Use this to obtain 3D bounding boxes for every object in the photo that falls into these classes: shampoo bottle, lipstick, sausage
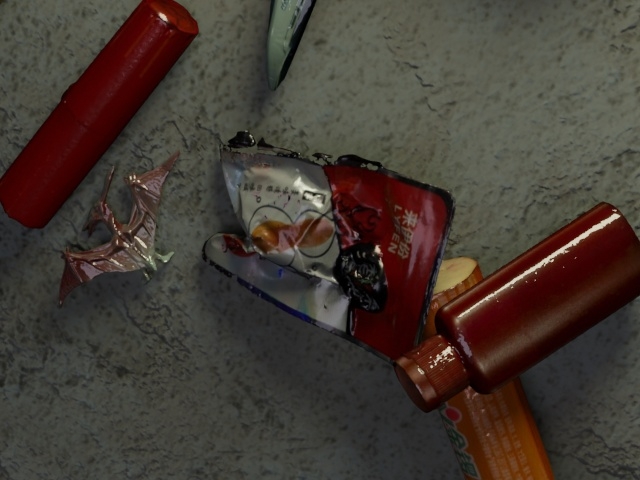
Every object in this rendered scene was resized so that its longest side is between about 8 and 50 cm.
[{"bbox_3d":[0.192,0.071,1.328,0.260,0.064,0.102,-33,107,-11],"label":"shampoo bottle"},{"bbox_3d":[-0.228,-0.130,1.403,0.073,0.073,0.280,41,111,-4],"label":"lipstick"},{"bbox_3d":[0.168,0.176,1.418,0.093,0.093,0.312,-17,104,16],"label":"sausage"}]

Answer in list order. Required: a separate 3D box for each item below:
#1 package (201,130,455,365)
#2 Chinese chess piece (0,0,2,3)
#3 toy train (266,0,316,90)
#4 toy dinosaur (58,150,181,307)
[{"bbox_3d":[0.000,0.000,1.384,0.269,0.071,0.194,18,119,21],"label":"package"},{"bbox_3d":[-0.412,-0.314,1.361,0.251,0.097,0.251,3,110,9],"label":"Chinese chess piece"},{"bbox_3d":[-0.017,-0.262,1.323,0.048,0.055,0.252,24,111,2],"label":"toy train"},{"bbox_3d":[-0.207,-0.007,1.461,0.108,0.032,0.220,41,102,-1],"label":"toy dinosaur"}]
